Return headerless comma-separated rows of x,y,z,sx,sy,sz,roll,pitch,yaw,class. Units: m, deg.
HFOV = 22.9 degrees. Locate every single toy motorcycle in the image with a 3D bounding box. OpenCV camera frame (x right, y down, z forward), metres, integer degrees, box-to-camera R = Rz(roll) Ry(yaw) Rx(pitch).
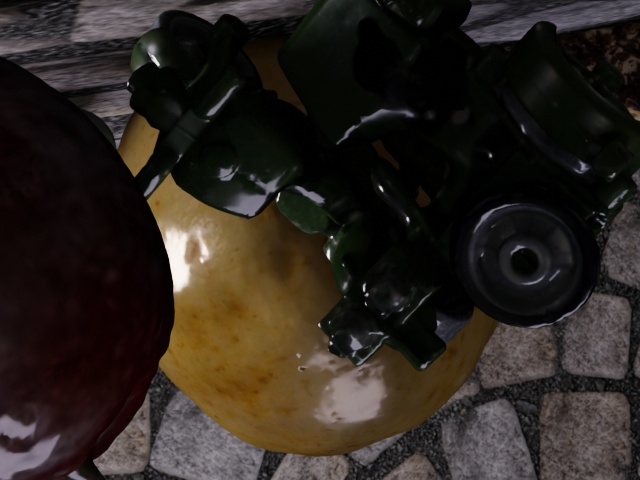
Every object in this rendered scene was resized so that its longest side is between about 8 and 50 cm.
0.029,-0.057,0.815,0.205,0.275,0.127,-49,171,26,toy motorcycle

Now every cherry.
-0.187,0.013,0.757,0.203,0.300,0.230,-42,176,-13,cherry

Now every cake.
0.263,-0.167,1.392,0.246,0.135,0.112,19,173,11,cake

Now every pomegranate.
-0.014,0.000,1.075,0.307,0.307,0.307,-10,180,0,pomegranate

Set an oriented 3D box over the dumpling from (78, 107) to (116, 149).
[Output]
-0.232,-0.049,1.238,0.149,0.104,0.217,-10,180,-17,dumpling
